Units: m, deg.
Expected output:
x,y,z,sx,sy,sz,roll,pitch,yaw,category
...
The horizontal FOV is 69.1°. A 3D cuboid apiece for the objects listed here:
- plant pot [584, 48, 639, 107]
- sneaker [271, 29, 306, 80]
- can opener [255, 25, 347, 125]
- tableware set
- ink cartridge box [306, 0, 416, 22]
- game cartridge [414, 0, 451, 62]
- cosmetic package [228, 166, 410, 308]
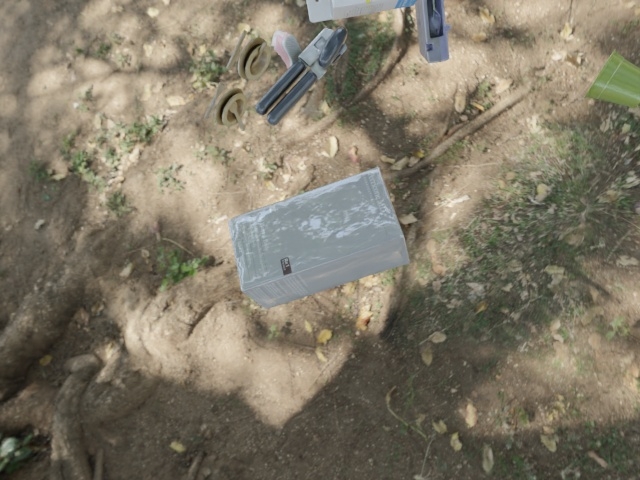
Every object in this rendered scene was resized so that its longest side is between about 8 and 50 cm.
x,y,z,sx,sy,sz,roll,pitch,yaw,category
0.493,-0.256,0.760,0.079,0.083,0.083,34,109,19,plant pot
-0.080,-0.473,1.177,0.051,0.134,0.070,-43,59,-9,sneaker
-0.043,-0.404,1.115,0.076,0.095,0.283,42,84,-4,can opener
-0.152,-0.316,0.953,0.039,0.128,0.194,35,108,13,tableware set
0.063,-0.432,0.761,0.181,0.061,0.104,-10,98,1,ink cartridge box
0.229,-0.578,0.994,0.068,0.230,0.355,-6,116,14,game cartridge
0.000,0.000,0.686,0.238,0.107,0.127,-22,61,9,cosmetic package
